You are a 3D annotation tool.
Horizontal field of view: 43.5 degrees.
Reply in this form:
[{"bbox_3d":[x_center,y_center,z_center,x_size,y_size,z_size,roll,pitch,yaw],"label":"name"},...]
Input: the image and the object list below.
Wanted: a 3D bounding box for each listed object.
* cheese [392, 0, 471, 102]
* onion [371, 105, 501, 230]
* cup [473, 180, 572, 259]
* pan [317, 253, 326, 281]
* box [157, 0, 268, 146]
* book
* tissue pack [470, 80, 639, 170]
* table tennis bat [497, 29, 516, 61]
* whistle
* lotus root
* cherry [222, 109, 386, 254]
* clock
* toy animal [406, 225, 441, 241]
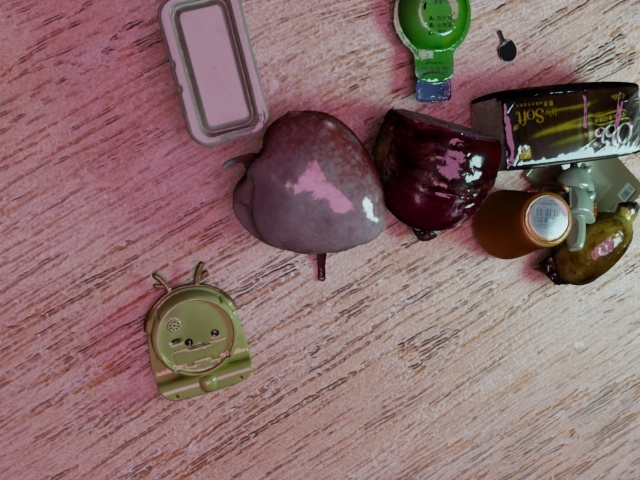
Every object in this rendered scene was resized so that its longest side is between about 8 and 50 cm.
[{"bbox_3d":[0.267,-0.492,1.909,0.203,0.083,0.321,-4,101,-17],"label":"cheese"},{"bbox_3d":[0.259,-0.154,1.853,0.281,0.336,0.260,5,107,-23],"label":"onion"},{"bbox_3d":[0.518,-0.061,1.991,0.182,0.264,0.226,42,81,-7],"label":"cup"},{"bbox_3d":[0.001,0.001,1.964,0.114,0.040,0.212,-4,102,-10],"label":"pan"},{"bbox_3d":[-0.240,-0.374,1.736,0.175,0.182,0.312,-16,105,-11],"label":"box"},{"bbox_3d":[0.707,-0.158,2.143,0.310,0.021,0.217,41,89,-20],"label":"book"},{"bbox_3d":[0.578,-0.283,1.970,0.369,0.210,0.198,-8,93,-10],"label":"tissue pack"},{"bbox_3d":[0.463,-0.486,2.007,0.050,0.007,0.083,-32,110,-7],"label":"table tennis bat"},{"bbox_3d":[0.645,-0.091,2.028,0.105,0.102,0.253,12,63,-9],"label":"whistle"},{"bbox_3d":[0.707,0.017,2.086,0.314,0.169,0.141,-42,98,16],"label":"lotus root"},{"bbox_3d":[-0.032,-0.111,1.791,0.326,0.291,0.335,-32,101,11],"label":"cherry"},{"bbox_3d":[-0.300,0.210,1.893,0.234,0.096,0.308,-15,104,-12],"label":"clock"},{"bbox_3d":[0.277,-0.054,2.009,0.137,0.098,0.098,-28,109,-31],"label":"toy animal"}]
